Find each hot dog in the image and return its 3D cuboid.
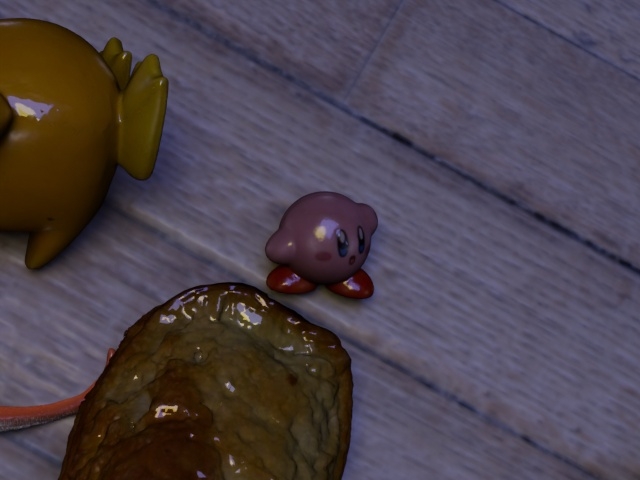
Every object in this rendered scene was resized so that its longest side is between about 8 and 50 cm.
[{"bbox_3d":[-0.068,0.149,0.651,0.175,0.114,0.259,31,38,-13],"label":"hot dog"}]

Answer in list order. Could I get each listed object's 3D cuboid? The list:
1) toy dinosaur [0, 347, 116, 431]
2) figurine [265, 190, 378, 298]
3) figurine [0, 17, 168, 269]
[{"bbox_3d":[-0.266,0.091,0.687,0.280,0.055,0.101,-15,90,-19],"label":"toy dinosaur"},{"bbox_3d":[0.000,0.000,0.779,0.083,0.071,0.067,-4,27,-23],"label":"figurine"},{"bbox_3d":[-0.232,-0.081,0.703,0.228,0.215,0.215,28,62,-27],"label":"figurine"}]
